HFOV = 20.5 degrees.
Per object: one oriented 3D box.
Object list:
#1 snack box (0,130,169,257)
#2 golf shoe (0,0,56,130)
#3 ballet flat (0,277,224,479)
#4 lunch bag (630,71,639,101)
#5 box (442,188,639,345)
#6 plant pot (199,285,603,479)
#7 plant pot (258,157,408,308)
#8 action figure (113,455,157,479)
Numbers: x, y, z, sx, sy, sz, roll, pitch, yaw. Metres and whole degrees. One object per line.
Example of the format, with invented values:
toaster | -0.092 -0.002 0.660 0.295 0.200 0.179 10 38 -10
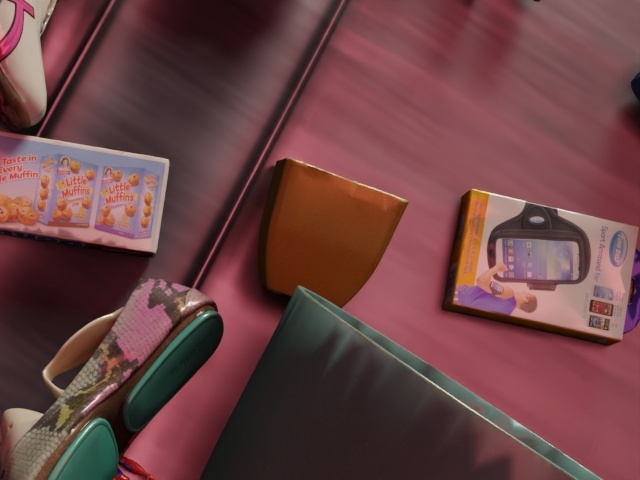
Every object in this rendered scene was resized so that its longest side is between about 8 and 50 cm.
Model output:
snack box | -0.189 -0.034 1.131 0.178 0.022 0.064 9 77 -9
golf shoe | -0.195 -0.164 1.131 0.086 0.067 0.186 -13 82 -14
ballet flat | -0.144 0.106 1.077 0.079 0.077 0.221 20 53 23
lunch bag | 0.259 -0.097 1.202 0.065 0.067 0.098 -40 88 -15
box | 0.155 0.020 1.183 0.136 0.028 0.081 12 78 -6
plant pot | 0.047 0.203 1.006 0.293 0.293 0.235 33 90 -3
plant pot | 0.000 0.000 1.134 0.081 0.081 0.083 19 89 -7
action figure | -0.117 0.162 1.106 0.115 0.030 0.038 41 78 1
